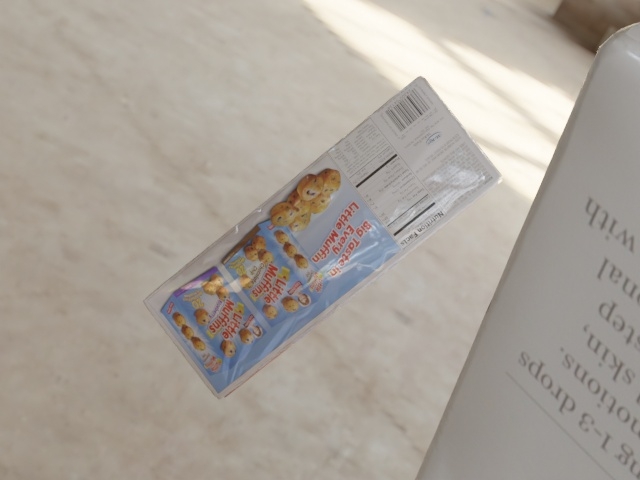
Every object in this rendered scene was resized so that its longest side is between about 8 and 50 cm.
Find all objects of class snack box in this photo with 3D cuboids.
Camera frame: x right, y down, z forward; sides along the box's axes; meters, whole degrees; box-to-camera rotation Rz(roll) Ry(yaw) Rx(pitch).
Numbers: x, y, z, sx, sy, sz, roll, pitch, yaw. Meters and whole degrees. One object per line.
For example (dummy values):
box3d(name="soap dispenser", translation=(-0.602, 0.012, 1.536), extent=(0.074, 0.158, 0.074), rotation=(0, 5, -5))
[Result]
box3d(name="snack box", translation=(0.000, 0.000, 0.727), extent=(0.064, 0.178, 0.022), rotation=(52, 10, 3))

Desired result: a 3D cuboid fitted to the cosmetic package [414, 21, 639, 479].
box3d(name="cosmetic package", translation=(0.145, 0.159, 0.499), extent=(0.162, 0.453, 0.230), rotation=(-20, 52, -37))
